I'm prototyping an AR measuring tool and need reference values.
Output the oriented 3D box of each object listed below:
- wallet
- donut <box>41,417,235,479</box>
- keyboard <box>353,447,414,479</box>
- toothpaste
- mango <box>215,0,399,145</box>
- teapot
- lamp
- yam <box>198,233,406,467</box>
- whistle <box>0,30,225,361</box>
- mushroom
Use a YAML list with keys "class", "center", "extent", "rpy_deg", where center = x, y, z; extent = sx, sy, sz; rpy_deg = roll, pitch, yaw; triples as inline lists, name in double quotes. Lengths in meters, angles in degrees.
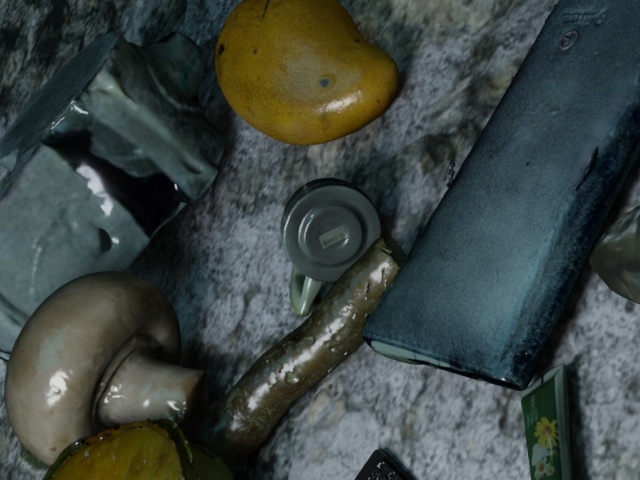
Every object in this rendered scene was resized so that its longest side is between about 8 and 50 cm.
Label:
- class: "wallet"
  center: [0.182, -0.055, 1.551]
  extent: [0.191, 0.046, 0.379]
  rpy_deg: [11, 69, 54]
- class: "donut"
  center: [-0.163, 0.285, 1.649]
  extent: [0.272, 0.107, 0.272]
  rpy_deg: [-33, 45, 42]
- class: "keyboard"
  center: [0.008, 0.265, 1.540]
  extent: [0.196, 0.015, 0.074]
  rpy_deg: [-55, 33, 3]
- class: "toothpaste"
  center: [0.173, 0.178, 1.386]
  extent: [0.049, 0.031, 0.204]
  rpy_deg: [-41, 32, 33]
- class: "mango"
  center: [-0.023, -0.180, 1.880]
  extent: [0.157, 0.109, 0.262]
  rpy_deg: [-54, 34, -4]
- class: "teapot"
  center: [-0.005, -0.007, 1.729]
  extent: [0.124, 0.092, 0.091]
  rpy_deg: [-44, 18, 8]
- class: "lamp"
  center: [0.275, 0.007, 1.347]
  extent: [0.250, 0.101, 0.101]
  rpy_deg: [-15, 50, 62]
- class: "yam"
  center: [-0.010, 0.100, 1.669]
  extent: [0.253, 0.061, 0.061]
  rpy_deg: [-47, 34, 13]
- class: "whistle"
  center: [-0.238, -0.055, 1.926]
  extent: [0.188, 0.168, 0.404]
  rpy_deg: [-31, 25, 36]
- class: "mushroom"
  center: [-0.192, 0.137, 1.781]
  extent: [0.204, 0.204, 0.204]
  rpy_deg: [-33, 39, 32]
